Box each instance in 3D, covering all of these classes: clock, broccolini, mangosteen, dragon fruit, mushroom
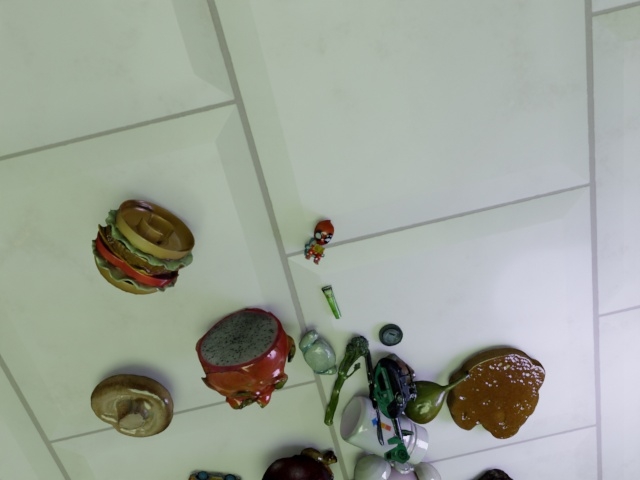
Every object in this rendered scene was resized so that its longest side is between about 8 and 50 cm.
[{"bbox_3d":[0.241,0.325,1.812,0.085,0.017,0.085,-1,112,-3],"label":"clock"},{"bbox_3d":[0.091,0.503,1.845,0.079,0.074,0.391,3,116,-24],"label":"broccolini"},{"bbox_3d":[-0.080,0.899,1.901,0.298,0.292,0.297,5,153,2],"label":"mangosteen"},{"bbox_3d":[-0.227,0.388,1.669,0.306,0.305,0.225,-17,120,3],"label":"dragon fruit"},{"bbox_3d":[0.270,0.979,2.004,0.343,0.184,0.325,11,107,-14],"label":"clock"},{"bbox_3d":[-0.628,0.558,1.777,0.279,0.146,0.278,1,121,2],"label":"mushroom"}]

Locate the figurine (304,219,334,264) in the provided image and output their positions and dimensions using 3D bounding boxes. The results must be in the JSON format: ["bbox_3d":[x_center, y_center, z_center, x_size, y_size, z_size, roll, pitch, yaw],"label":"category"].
[{"bbox_3d":[0.000,0.000,1.631,0.068,0.075,0.140,26,98,-12],"label":"figurine"}]

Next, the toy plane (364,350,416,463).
[{"bbox_3d":[0.235,0.541,1.745,0.155,0.106,0.381,-20,79,33],"label":"toy plane"}]

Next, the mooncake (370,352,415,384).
[{"bbox_3d":[0.252,0.470,1.844,0.125,0.073,0.130,35,104,-15],"label":"mooncake"}]

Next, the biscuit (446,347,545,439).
[{"bbox_3d":[0.636,0.560,1.910,0.360,0.074,0.380,-12,115,3],"label":"biscuit"}]

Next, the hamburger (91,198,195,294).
[{"bbox_3d":[-0.511,0.034,1.501,0.275,0.274,0.212,33,108,-16],"label":"hamburger"}]

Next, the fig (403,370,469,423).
[{"bbox_3d":[0.404,0.542,1.823,0.260,0.151,0.151,-23,113,20],"label":"fig"}]

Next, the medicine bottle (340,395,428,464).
[{"bbox_3d":[0.230,0.680,1.876,0.293,0.170,0.170,27,108,-13],"label":"medicine bottle"}]

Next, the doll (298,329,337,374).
[{"bbox_3d":[-0.006,0.389,1.789,0.104,0.071,0.214,-27,121,3],"label":"doll"}]

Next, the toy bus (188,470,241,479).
[{"bbox_3d":[-0.398,0.959,1.963,0.210,0.136,0.126,10,111,-9],"label":"toy bus"}]

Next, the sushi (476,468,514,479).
[{"bbox_3d":[0.656,1.045,2.055,0.343,0.181,0.196,-37,117,14],"label":"sushi"}]

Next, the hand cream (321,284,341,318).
[{"bbox_3d":[0.039,0.205,1.745,0.036,0.023,0.121,-19,109,8],"label":"hand cream"}]
